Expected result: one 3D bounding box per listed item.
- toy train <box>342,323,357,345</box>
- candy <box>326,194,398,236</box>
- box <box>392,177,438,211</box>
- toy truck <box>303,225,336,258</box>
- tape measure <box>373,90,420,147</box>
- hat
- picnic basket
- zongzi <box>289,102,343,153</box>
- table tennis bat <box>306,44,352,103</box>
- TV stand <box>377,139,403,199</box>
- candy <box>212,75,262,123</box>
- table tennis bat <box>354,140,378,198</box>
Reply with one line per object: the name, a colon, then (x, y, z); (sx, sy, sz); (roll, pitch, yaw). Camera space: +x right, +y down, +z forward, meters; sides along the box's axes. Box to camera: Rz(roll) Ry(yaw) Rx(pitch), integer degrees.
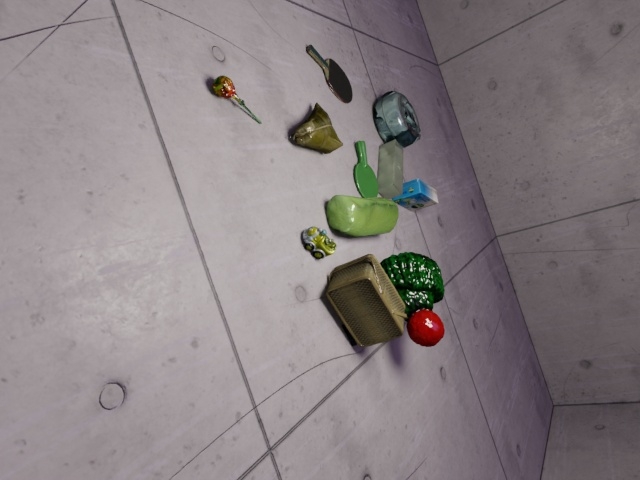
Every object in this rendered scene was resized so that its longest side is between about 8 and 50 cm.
toy train: (0.093, 0.298, 1.395); (0.083, 0.017, 0.017); (63, 33, -13)
candy: (0.159, -0.091, 1.584); (0.344, 0.132, 0.142); (-2, 119, -53)
box: (0.428, -0.204, 1.983); (0.194, 0.139, 0.073); (17, 63, -50)
toy truck: (0.000, 0.000, 1.351); (0.111, 0.077, 0.076); (47, 41, -31)
tape measure: (0.365, -0.571, 2.061); (0.256, 0.147, 0.274); (34, 48, -41)
hat: (0.328, 0.222, 1.545); (0.274, 0.242, 0.331); (21, 47, -39)
picnic basket: (0.147, 0.188, 1.377); (0.266, 0.165, 0.139); (58, 27, -19)
zongzi: (-0.034, -0.405, 1.480); (0.205, 0.094, 0.204); (-1, 72, -54)
table tennis bat: (0.046, -0.677, 1.776); (0.301, 0.023, 0.173); (31, 52, -45)
TV stand: (0.307, -0.311, 1.912); (0.083, 0.088, 0.269); (39, 47, -38)
candy: (-0.230, -0.394, 1.249); (0.201, 0.061, 0.060); (37, 47, -50)
table tennis bat: (0.179, -0.281, 1.769); (0.161, 0.039, 0.256); (1, 79, -53)
